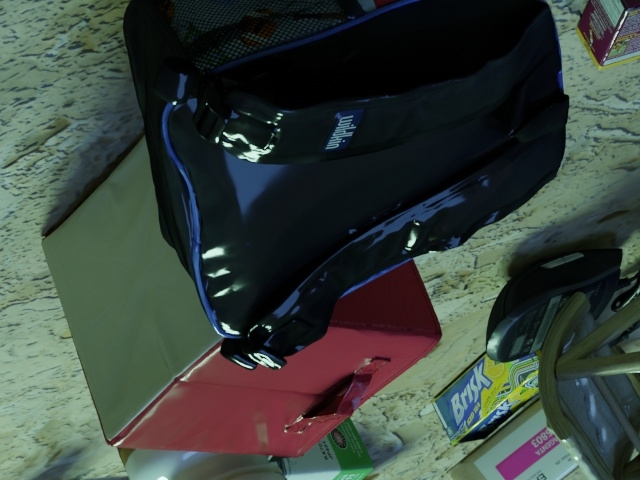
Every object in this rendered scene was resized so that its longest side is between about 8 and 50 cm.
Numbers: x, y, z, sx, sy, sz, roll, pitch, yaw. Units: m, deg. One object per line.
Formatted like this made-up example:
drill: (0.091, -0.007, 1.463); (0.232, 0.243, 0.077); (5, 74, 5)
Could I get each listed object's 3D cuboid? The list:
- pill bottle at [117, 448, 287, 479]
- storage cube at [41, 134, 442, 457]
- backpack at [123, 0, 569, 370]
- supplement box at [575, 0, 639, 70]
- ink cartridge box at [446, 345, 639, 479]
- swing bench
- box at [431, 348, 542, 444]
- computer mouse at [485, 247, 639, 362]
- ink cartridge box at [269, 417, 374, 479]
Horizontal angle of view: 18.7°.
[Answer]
pill bottle: (-0.106, 0.145, 1.593); (0.131, 0.229, 0.131); (-21, 155, -10)
storage cube: (-0.060, 0.036, 1.447); (0.193, 0.215, 0.183); (10, 139, -44)
backpack: (0.017, -0.089, 1.231); (0.263, 0.213, 0.276); (-17, 142, -9)
supplement box: (0.239, -0.177, 1.509); (0.055, 0.043, 0.083); (-17, 155, -19)
ink cartridge box: (0.268, 0.219, 2.201); (0.234, 0.088, 0.193); (-39, 171, 7)
swing bench: (0.361, 0.150, 1.946); (0.254, 0.165, 0.253); (-24, 140, 10)
box: (0.197, 0.156, 2.126); (0.054, 0.059, 0.169); (-4, 148, -42)
computer mouse: (0.251, 0.068, 1.996); (0.262, 0.060, 0.184); (-25, 148, -27)
ink cartridge box: (-0.072, 0.170, 1.775); (0.208, 0.153, 0.087); (2, 143, -49)
